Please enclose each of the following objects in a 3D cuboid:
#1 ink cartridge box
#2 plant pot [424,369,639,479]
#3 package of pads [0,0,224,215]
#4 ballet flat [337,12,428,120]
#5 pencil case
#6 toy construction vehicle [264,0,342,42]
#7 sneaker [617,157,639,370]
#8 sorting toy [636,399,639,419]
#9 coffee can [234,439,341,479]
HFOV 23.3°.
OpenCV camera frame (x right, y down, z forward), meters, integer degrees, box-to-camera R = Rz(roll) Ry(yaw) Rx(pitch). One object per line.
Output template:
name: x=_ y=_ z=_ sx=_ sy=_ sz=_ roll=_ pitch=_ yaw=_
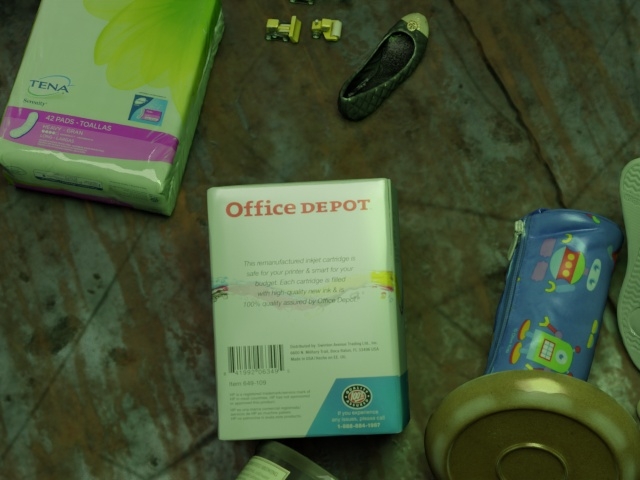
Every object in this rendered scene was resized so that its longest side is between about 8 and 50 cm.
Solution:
ink cartridge box: x=-0.008 y=0.073 z=1.706 sx=0.198 sy=0.197 sz=0.270 roll=-3 pitch=88 yaw=6
plant pot: x=0.226 y=0.235 z=1.649 sx=0.236 sy=0.236 sz=0.032 roll=7 pitch=38 yaw=8
package of pads: x=-0.265 y=-0.193 z=1.943 sx=0.229 sy=0.101 sz=0.296 roll=11 pitch=68 yaw=8
ballet flat: x=0.083 y=-0.221 z=1.949 sx=0.057 sy=0.049 sz=0.173 roll=32 pitch=73 yaw=16
pencil case: x=0.251 y=0.103 z=1.756 sx=0.133 sy=0.119 sz=0.306 roll=22 pitch=69 yaw=-12
toy construction vehicle: x=-0.018 y=-0.297 z=1.998 sx=0.098 sy=0.035 sz=0.086 roll=8 pitch=68 yaw=9
sneaker: x=0.416 y=0.025 z=1.790 sx=0.094 sy=0.151 sz=0.256 roll=4 pitch=100 yaw=41
sorting toy: x=0.489 y=0.218 z=1.736 sx=0.208 sy=0.038 sz=0.193 roll=-27 pitch=67 yaw=-2
coffee can: x=-0.062 y=0.378 z=1.626 sx=0.201 sy=0.201 sz=0.275 roll=33 pitch=74 yaw=17
